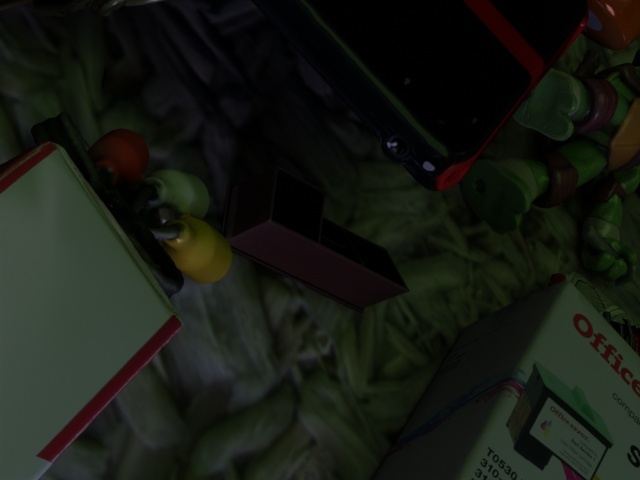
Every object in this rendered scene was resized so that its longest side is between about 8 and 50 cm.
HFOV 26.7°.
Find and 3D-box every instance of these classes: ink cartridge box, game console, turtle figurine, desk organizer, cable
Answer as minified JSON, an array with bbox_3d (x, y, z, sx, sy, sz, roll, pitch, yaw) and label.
[{"bbox_3d":[0.148,0.193,0.913,0.201,0.117,0.278,47,46,-9],"label":"ink cartridge box"},{"bbox_3d":[0.008,-0.235,0.900,0.386,0.060,0.342,47,38,-2],"label":"game console"},{"bbox_3d":[0.268,-0.056,1.093,0.266,0.198,0.274,-6,74,-40],"label":"turtle figurine"},{"bbox_3d":[0.000,0.000,0.915,0.130,0.050,0.047,27,56,-34],"label":"desk organizer"},{"bbox_3d":[-0.201,0.071,0.561,0.100,0.237,0.172,56,44,-14],"label":"ink cartridge box"},{"bbox_3d":[-0.103,-0.027,0.716,0.072,0.287,0.139,-40,92,-4],"label":"cable"}]

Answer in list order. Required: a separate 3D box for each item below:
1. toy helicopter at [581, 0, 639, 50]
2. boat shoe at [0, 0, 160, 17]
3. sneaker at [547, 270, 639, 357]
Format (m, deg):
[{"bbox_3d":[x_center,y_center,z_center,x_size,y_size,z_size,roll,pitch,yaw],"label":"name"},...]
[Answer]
[{"bbox_3d":[0.159,-0.320,1.105,0.140,0.235,0.355,-45,109,-5],"label":"toy helicopter"},{"bbox_3d":[-0.179,-0.155,0.783,0.285,0.105,0.089,-15,88,-36],"label":"boat shoe"},{"bbox_3d":[0.264,0.095,1.097,0.225,0.093,0.088,39,50,-25],"label":"sneaker"}]
